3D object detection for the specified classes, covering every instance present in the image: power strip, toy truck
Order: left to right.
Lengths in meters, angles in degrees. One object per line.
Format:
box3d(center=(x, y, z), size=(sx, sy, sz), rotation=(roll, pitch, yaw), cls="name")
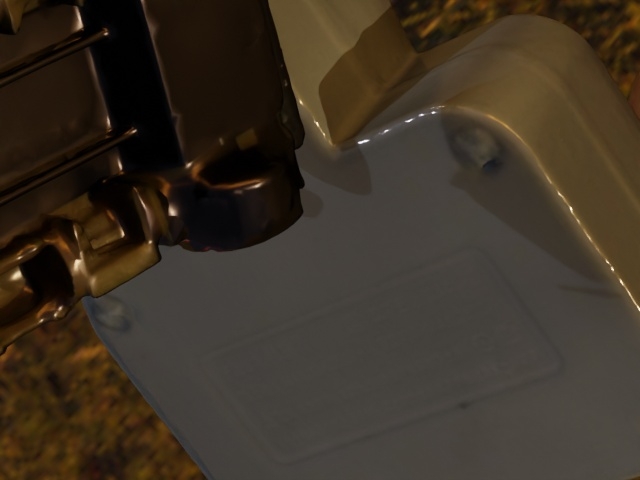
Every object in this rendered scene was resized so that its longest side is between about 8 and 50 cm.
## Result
box3d(center=(-0.122, -0.023, 0.545), size=(0.127, 0.257, 0.127), rotation=(14, 127, 50), cls="toy truck")
box3d(center=(0.000, 0.000, 0.741), size=(0.229, 0.141, 0.261), rotation=(-23, 109, 39), cls="power strip")

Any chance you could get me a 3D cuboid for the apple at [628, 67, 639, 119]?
box3d(center=(0.348, -0.034, 1.180), size=(0.319, 0.319, 0.277), rotation=(-17, 87, 37), cls="apple")
